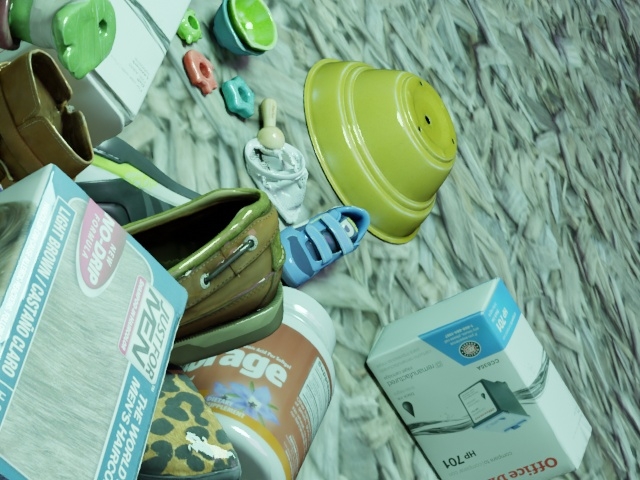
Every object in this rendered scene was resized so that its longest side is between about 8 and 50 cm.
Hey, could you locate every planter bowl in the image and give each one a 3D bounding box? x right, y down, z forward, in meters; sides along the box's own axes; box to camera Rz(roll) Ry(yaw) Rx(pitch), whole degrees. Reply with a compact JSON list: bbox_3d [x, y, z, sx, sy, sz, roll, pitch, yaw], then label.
[{"bbox_3d":[0.082,-0.113,1.791,0.217,0.090,0.217,38,39,-39],"label":"planter bowl"}]

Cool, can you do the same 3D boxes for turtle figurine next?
[{"bbox_3d":[-0.282,-0.181,1.074,0.274,0.266,0.197,46,53,-64],"label":"turtle figurine"}]

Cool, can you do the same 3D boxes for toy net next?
[{"bbox_3d":[-0.063,-0.129,1.609,0.122,0.045,0.232,-10,77,-61],"label":"toy net"}]

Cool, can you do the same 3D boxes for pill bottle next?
[{"bbox_3d":[-0.058,0.129,1.339,0.121,0.121,0.216,55,30,-18],"label":"pill bottle"}]

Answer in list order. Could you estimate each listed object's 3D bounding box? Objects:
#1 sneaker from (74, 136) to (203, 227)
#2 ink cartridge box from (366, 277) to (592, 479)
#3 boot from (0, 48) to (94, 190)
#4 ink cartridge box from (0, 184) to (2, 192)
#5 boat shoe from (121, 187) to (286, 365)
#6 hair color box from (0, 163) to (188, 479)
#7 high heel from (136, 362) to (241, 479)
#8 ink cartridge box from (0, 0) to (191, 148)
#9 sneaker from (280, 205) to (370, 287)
[{"bbox_3d":[-0.150,-0.004,1.364,0.235,0.084,0.097,34,65,-41],"label":"sneaker"},{"bbox_3d":[0.157,0.152,1.656,0.190,0.140,0.082,58,28,-13],"label":"ink cartridge box"},{"bbox_3d":[-0.211,-0.024,1.172,0.197,0.152,0.073,62,29,-5],"label":"boot"},{"bbox_3d":[-0.310,-0.074,0.966,0.176,0.069,0.370,-34,104,-34],"label":"ink cartridge box"},{"bbox_3d":[-0.162,0.042,1.132,0.307,0.111,0.104,-23,130,-32],"label":"boat shoe"},{"bbox_3d":[-0.239,0.114,0.818,0.105,0.347,0.174,47,33,-29],"label":"hair color box"},{"bbox_3d":[-0.097,0.097,1.227,0.261,0.186,0.093,-47,144,-52],"label":"high heel"},{"bbox_3d":[-0.196,-0.150,1.286,0.092,0.160,0.219,50,32,-24],"label":"ink cartridge box"},{"bbox_3d":[0.000,0.000,1.599,0.053,0.059,0.144,63,30,-8],"label":"sneaker"}]
